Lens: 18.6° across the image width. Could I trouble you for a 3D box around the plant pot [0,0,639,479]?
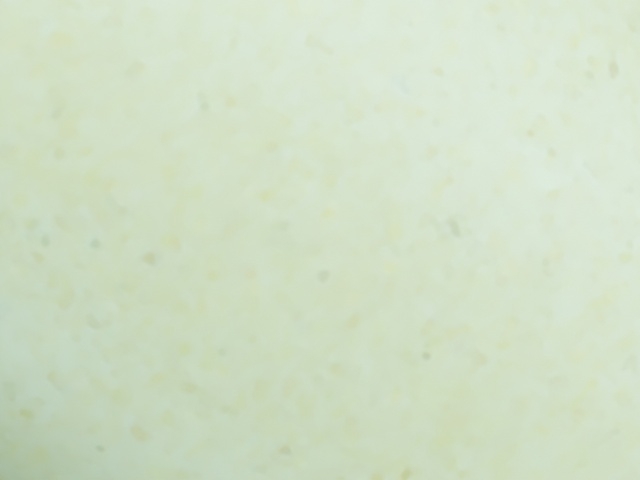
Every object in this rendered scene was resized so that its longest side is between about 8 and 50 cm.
[{"bbox_3d":[0.000,0.000,0.462,0.334,0.305,0.334,-39,27,25],"label":"plant pot"}]
